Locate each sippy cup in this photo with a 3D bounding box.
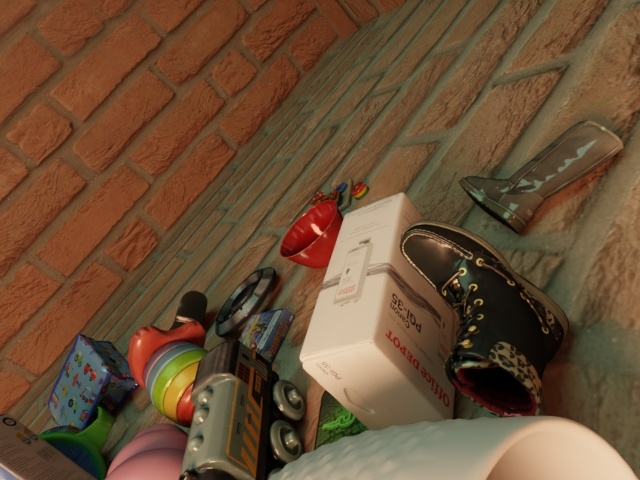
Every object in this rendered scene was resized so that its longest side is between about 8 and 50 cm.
[{"bbox_3d":[-0.650,0.567,1.226,0.306,0.240,0.224,-12,0,-22],"label":"sippy cup"}]

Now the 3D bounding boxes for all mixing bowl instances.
[{"bbox_3d":[0.000,0.000,1.200,0.181,0.098,0.181,-36,26,21],"label":"mixing bowl"}]

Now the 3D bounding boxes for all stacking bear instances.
[{"bbox_3d":[-0.251,0.303,1.010,0.289,0.175,0.164,25,107,42],"label":"stacking bear"}]

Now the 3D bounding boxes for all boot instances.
[{"bbox_3d":[0.360,-0.124,0.840,0.208,0.076,0.189,-49,37,10],"label":"boot"},{"bbox_3d":[0.172,0.079,0.579,0.178,0.236,0.085,-37,-19,-52],"label":"boot"},{"bbox_3d":[-0.406,0.300,1.426,0.115,0.112,0.305,115,176,-54],"label":"boot"}]

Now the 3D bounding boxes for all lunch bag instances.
[{"bbox_3d":[-0.724,0.476,1.518,0.221,0.138,0.293,31,85,36],"label":"lunch bag"}]

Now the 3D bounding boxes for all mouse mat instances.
[{"bbox_3d":[0.064,0.269,0.777,0.190,0.007,0.152,-31,27,28],"label":"mouse mat"}]

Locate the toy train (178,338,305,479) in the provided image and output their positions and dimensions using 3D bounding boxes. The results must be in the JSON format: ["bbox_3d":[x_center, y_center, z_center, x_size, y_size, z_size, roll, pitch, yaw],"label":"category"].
[{"bbox_3d":[-0.127,0.314,0.787,0.142,0.190,0.334,-37,25,19],"label":"toy train"}]

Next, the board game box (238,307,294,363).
[{"bbox_3d":[-0.150,0.250,1.121,0.136,0.035,0.201,-19,35,47],"label":"board game box"}]

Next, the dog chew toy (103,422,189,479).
[{"bbox_3d":[-0.279,0.429,0.862,0.206,0.206,0.332,-49,15,-7],"label":"dog chew toy"}]

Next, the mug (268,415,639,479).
[{"bbox_3d":[0.097,0.281,0.433,0.374,0.276,0.328,-26,-3,-42],"label":"mug"}]

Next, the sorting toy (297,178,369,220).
[{"bbox_3d":[0.018,-0.113,1.420,0.274,0.046,0.132,-33,26,28],"label":"sorting toy"}]

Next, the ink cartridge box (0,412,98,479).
[{"bbox_3d":[-0.593,0.479,0.951,0.151,0.395,0.270,-51,2,-19],"label":"ink cartridge box"}]

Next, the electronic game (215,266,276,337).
[{"bbox_3d":[-0.200,0.162,1.328,0.229,0.048,0.229,-43,16,16],"label":"electronic game"}]

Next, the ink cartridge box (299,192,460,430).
[{"bbox_3d":[0.106,0.104,0.720,0.117,0.207,0.283,-21,33,34],"label":"ink cartridge box"}]
